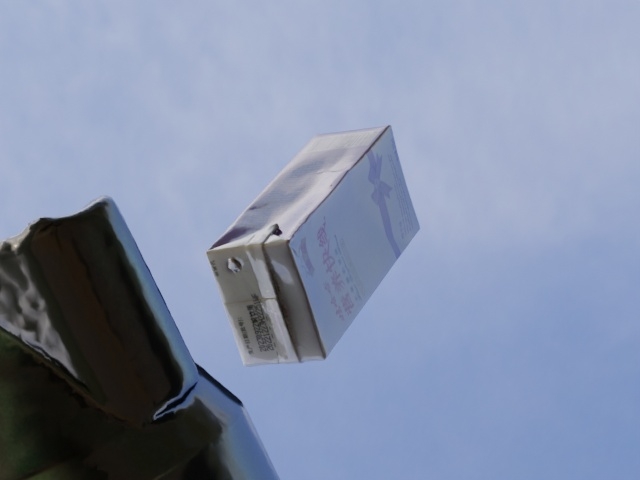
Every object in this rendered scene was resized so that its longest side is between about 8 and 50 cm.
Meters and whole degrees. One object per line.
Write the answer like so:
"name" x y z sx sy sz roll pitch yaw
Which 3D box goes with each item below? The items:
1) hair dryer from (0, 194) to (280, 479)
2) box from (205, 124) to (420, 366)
"hair dryer" -0.114 0.147 0.513 0.302 0.116 0.244 -33 -81 -44
"box" 0.000 0.000 0.733 0.036 0.050 0.117 -9 -158 25
